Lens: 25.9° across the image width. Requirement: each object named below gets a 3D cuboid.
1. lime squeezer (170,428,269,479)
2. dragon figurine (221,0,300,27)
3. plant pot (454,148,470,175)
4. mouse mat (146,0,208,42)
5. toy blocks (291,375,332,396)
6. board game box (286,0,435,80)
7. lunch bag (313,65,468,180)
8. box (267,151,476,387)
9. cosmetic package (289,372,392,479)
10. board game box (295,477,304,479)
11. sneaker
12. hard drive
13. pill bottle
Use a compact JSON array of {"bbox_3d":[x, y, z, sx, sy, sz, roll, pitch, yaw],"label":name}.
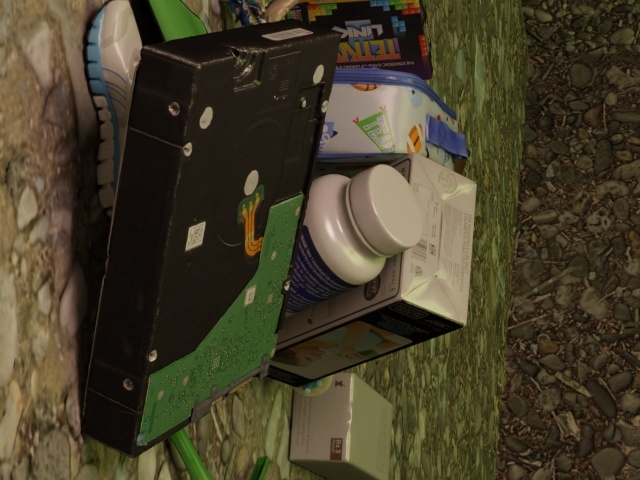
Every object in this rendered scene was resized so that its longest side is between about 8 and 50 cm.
[{"bbox_3d":[-0.102,0.254,1.429,0.110,0.059,0.310,63,7,23],"label":"lime squeezer"},{"bbox_3d":[-0.048,-0.326,1.547,0.085,0.144,0.289,66,8,-52],"label":"dragon figurine"},{"bbox_3d":[0.131,-0.065,2.083,0.167,0.167,0.165,34,64,-72],"label":"plant pot"},{"bbox_3d":[-0.119,-0.174,1.316,0.153,0.007,0.189,67,11,15],"label":"mouse mat"},{"bbox_3d":[-0.009,0.118,1.641,0.148,0.054,0.123,-109,-154,-82],"label":"toy blocks"},{"bbox_3d":[0.049,-0.264,1.742,0.048,0.170,0.141,-77,159,-46],"label":"board game box"},{"bbox_3d":[0.032,-0.121,1.537,0.303,0.243,0.115,12,79,-74],"label":"lunch bag"},{"bbox_3d":[0.033,0.038,1.476,0.087,0.290,0.169,23,59,-30],"label":"box"},{"bbox_3d":[0.030,0.249,1.826,0.231,0.085,0.117,47,44,-65],"label":"cosmetic package"},{"bbox_3d":[-0.015,0.386,1.749,0.169,0.033,0.133,-74,157,-45],"label":"board game box"},{"bbox_3d":[-0.147,-0.113,1.187,0.071,0.083,0.191,-41,128,-68],"label":"sneaker"},{"bbox_3d":[-0.091,-0.010,1.179,0.237,0.064,0.339,-27,132,-58],"label":"hard drive"},{"bbox_3d":[0.000,0.000,1.343,0.112,0.186,0.112,33,45,-40],"label":"pill bottle"}]
